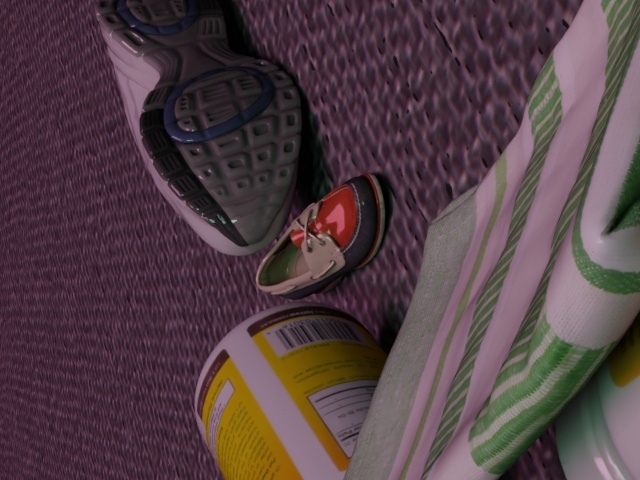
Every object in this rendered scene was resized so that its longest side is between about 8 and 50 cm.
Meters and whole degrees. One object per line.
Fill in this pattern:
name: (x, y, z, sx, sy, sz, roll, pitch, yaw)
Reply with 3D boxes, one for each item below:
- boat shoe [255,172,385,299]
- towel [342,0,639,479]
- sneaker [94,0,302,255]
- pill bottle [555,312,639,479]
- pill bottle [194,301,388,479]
boat shoe: (0.000, 0.000, 0.910, 0.137, 0.043, 0.049, 132, 132, -58)
towel: (0.076, -0.001, 0.573, 0.325, 0.038, 0.248, 120, 175, -55)
sneaker: (-0.079, -0.075, 1.045, 0.297, 0.111, 0.129, -116, 16, -52)
pill bottle: (0.156, 0.030, 0.444, 0.208, 0.117, 0.118, 125, 136, -57)
pill bottle: (0.017, 0.131, 0.795, 0.215, 0.117, 0.117, -128, 40, -54)
